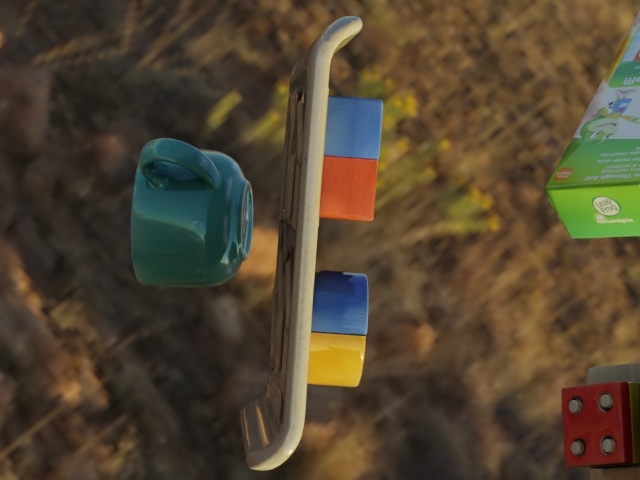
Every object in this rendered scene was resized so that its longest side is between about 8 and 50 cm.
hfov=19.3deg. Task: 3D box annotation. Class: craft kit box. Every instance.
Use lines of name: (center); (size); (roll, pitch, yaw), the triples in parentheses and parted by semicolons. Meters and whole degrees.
craft kit box: (0.311, -0.107, 1.291); (0.247, 0.250, 0.061); (-55, 128, -36)

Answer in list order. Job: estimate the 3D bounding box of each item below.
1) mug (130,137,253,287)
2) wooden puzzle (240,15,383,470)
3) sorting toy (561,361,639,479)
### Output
mug: (-0.116, -0.021, 1.723); (0.158, 0.097, 0.129); (32, 61, -84)
wooden puzzle: (0.000, 0.000, 1.538); (0.080, 0.348, 0.322); (9, 2, -4)
sorting toy: (0.372, 0.254, 2.034); (0.089, 0.255, 0.257); (7, 78, -39)
